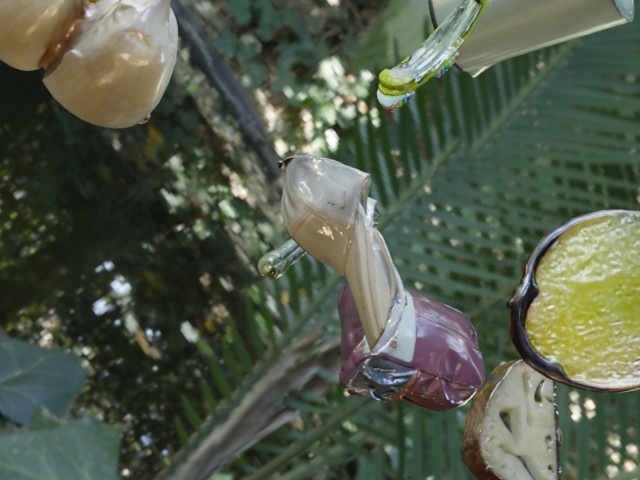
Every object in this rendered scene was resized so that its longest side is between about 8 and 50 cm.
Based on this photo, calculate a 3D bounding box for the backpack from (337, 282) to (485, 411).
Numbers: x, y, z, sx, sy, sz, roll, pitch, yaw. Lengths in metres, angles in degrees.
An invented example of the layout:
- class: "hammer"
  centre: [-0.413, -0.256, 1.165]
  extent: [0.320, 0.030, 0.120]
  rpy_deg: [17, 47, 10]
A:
- class: "backpack"
  centre: [0.188, 0.223, 2.104]
  extent: [0.317, 0.197, 0.283]
  rpy_deg: [20, 45, -19]

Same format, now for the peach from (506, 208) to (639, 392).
- class: "peach"
  centre: [0.322, 0.060, 1.082]
  extent: [0.068, 0.279, 0.189]
  rpy_deg: [162, -78, -79]

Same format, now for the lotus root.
- class: "lotus root"
  centre: [0.308, 0.319, 1.628]
  extent: [0.170, 0.074, 0.261]
  rpy_deg: [14, 73, -25]

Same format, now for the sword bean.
- class: "sword bean"
  centre: [0.000, 0.000, 1.423]
  extent: [0.269, 0.038, 0.043]
  rpy_deg: [-27, 94, -52]

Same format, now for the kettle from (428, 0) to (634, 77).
- class: "kettle"
  centre: [0.410, -0.560, 2.117]
  extent: [0.361, 0.376, 0.250]
  rpy_deg: [63, 32, -17]

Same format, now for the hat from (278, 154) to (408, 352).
- class: "hat"
  centre: [0.021, 0.018, 1.220]
  extent: [0.219, 0.164, 0.226]
  rpy_deg: [50, 44, -78]

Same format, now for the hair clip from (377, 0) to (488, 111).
- class: "hair clip"
  centre: [0.126, -0.214, 1.136]
  extent: [0.060, 0.188, 0.033]
  rpy_deg: [31, -14, 49]

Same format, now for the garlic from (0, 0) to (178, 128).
- class: "garlic"
  centre: [-0.316, -0.286, 1.357]
  extent: [0.286, 0.249, 0.313]
  rpy_deg: [59, -1, -27]
